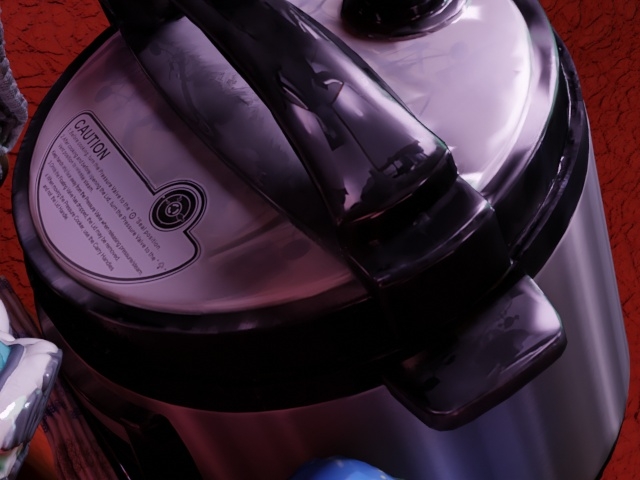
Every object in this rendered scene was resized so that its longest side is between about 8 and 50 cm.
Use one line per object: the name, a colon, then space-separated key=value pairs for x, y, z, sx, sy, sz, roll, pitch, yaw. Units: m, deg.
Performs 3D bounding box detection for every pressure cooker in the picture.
pressure cooker: x=0.004 y=-0.004 z=0.822 sx=0.369 sy=0.376 sz=0.420 roll=2 pitch=-39 yaw=22

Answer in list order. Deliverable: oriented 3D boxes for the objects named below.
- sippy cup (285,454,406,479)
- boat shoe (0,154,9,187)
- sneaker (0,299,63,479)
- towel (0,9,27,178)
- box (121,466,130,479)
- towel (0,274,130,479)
sippy cup: x=0.049 y=0.236 z=0.638 sx=0.224 sy=0.240 sz=0.305 roll=36 pitch=-50 yaw=-11
boat shoe: x=-0.294 y=-0.068 z=0.725 sx=0.223 sy=0.080 sz=0.073 roll=6 pitch=36 yaw=-40
sneaker: x=-0.188 y=0.065 z=0.526 sx=0.110 sy=0.107 sz=0.275 roll=28 pitch=-6 yaw=-27
towel: x=-0.223 y=-0.084 z=0.405 sx=0.235 sy=0.121 sz=0.283 roll=26 pitch=-8 yaw=-5
box: x=-0.158 y=0.255 z=1.411 sx=0.122 sy=0.128 sz=0.257 roll=37 pitch=-11 yaw=41
towel: x=-0.147 y=0.163 z=0.825 sx=0.285 sy=0.034 sz=0.209 roll=50 pitch=-14 yaw=38
